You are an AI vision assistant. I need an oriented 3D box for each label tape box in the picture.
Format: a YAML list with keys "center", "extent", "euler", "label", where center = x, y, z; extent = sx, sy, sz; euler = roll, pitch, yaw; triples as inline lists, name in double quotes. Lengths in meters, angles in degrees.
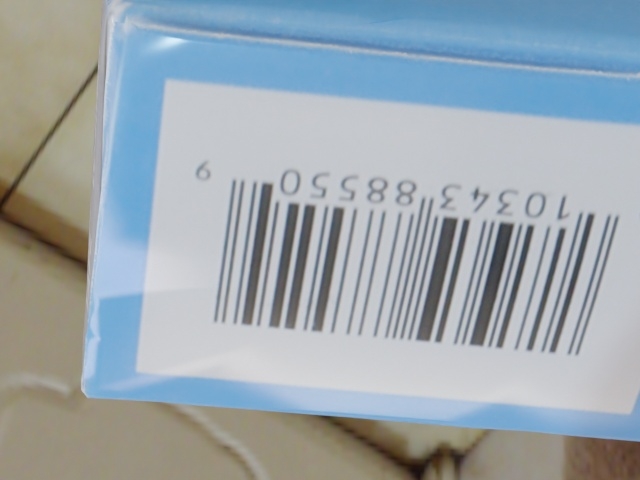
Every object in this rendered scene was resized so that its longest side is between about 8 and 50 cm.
- center: [0.069, -0.095, 0.527]
  extent: [0.249, 0.347, 0.115]
  euler: [5, 125, -5]
  label: "label tape box"
